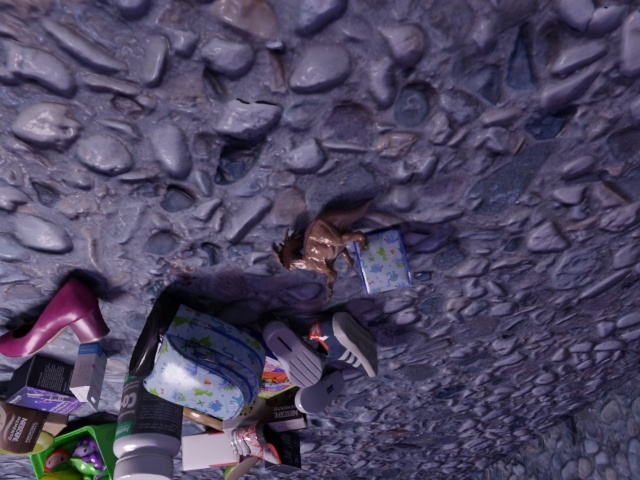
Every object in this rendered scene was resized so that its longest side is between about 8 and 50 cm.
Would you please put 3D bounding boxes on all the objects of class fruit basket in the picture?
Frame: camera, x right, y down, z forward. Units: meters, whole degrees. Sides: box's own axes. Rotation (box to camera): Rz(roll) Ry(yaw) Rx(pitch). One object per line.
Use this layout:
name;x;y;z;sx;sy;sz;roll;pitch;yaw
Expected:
fruit basket;-0.968;0.888;1.871;0.392;0.283;0.392;-22;174;-2

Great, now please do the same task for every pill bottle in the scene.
pill bottle;-0.553;0.595;1.600;0.204;0.361;0.204;-5;140;-4

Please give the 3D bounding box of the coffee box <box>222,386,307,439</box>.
coffee box;-0.206;0.627;1.844;0.297;0.168;0.119;-8;140;1

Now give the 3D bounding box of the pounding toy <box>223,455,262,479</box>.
pounding toy;-0.384;1.053;2.393;0.236;0.110;0.183;-14;138;-41

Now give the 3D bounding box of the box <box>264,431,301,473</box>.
box;-0.174;0.969;2.260;0.093;0.158;0.156;-31;134;25

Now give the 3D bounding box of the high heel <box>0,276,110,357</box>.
high heel;-0.758;0.202;1.337;0.377;0.127;0.181;-13;111;13

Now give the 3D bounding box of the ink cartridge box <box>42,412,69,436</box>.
ink cartridge box;-1.063;0.666;1.814;0.193;0.088;0.234;24;131;-33

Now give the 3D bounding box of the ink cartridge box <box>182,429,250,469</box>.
ink cartridge box;-0.410;0.845;2.020;0.226;0.131;0.306;-8;161;2

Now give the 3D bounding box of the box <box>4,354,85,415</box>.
box;-0.878;0.475;1.604;0.153;0.108;0.207;-34;134;29

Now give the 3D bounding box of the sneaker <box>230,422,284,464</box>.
sneaker;-0.231;0.742;1.779;0.144;0.090;0.270;-13;136;7

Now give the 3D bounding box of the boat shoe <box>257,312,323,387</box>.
boat shoe;-0.090;0.339;1.560;0.121;0.119;0.335;-31;129;-6

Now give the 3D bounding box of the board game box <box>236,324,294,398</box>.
board game box;-0.220;0.421;1.668;0.233;0.078;0.347;-32;134;26

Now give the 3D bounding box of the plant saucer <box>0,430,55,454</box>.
plant saucer;-1.108;0.741;1.801;0.240;0.037;0.241;-3;141;-3

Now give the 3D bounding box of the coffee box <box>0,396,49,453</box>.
coffee box;-1.057;0.598;1.624;0.246;0.141;0.098;13;159;4

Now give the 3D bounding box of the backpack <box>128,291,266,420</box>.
backpack;-0.331;0.345;1.393;0.355;0.273;0.290;20;122;-25

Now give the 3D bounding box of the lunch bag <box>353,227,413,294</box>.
lunch bag;0.161;0.049;1.280;0.128;0.096;0.151;-14;110;8

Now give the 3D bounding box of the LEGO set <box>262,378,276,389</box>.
LEGO set;-0.195;0.491;1.681;0.083;0.023;0.054;-15;144;-12

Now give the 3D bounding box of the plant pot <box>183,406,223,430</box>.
plant pot;-0.462;0.684;1.891;0.236;0.032;0.236;18;155;9

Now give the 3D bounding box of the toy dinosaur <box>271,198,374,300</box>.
toy dinosaur;0.000;0.000;1.187;0.200;0.127;0.296;35;114;4

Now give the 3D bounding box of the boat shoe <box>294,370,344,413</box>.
boat shoe;-0.023;0.537;1.750;0.102;0.108;0.301;-18;177;27

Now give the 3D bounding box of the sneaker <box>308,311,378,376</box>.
sneaker;0.076;0.347;1.605;0.148;0.131;0.350;-16;134;21

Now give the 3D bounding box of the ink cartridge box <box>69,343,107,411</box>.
ink cartridge box;-0.712;0.422;1.510;0.061;0.181;0.104;-3;139;-6
